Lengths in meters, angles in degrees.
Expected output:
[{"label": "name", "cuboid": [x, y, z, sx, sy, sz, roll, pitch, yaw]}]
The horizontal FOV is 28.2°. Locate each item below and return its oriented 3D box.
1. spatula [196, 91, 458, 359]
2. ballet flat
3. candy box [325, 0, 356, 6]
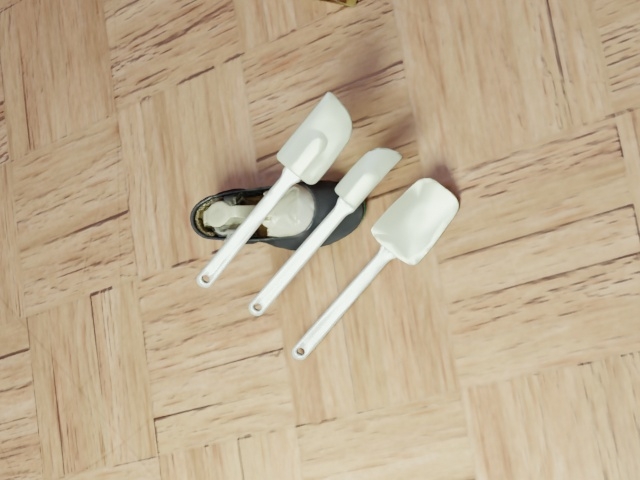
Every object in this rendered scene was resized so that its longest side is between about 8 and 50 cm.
[{"label": "spatula", "cuboid": [0.000, 0.000, 1.218, 0.168, 0.019, 0.242, 38, 113, -3]}, {"label": "ballet flat", "cuboid": [-0.052, -0.025, 1.276, 0.203, 0.074, 0.074, -2, 85, 39]}, {"label": "candy box", "cuboid": [-0.061, -0.283, 1.282, 0.186, 0.109, 0.053, 19, 98, 38]}]
